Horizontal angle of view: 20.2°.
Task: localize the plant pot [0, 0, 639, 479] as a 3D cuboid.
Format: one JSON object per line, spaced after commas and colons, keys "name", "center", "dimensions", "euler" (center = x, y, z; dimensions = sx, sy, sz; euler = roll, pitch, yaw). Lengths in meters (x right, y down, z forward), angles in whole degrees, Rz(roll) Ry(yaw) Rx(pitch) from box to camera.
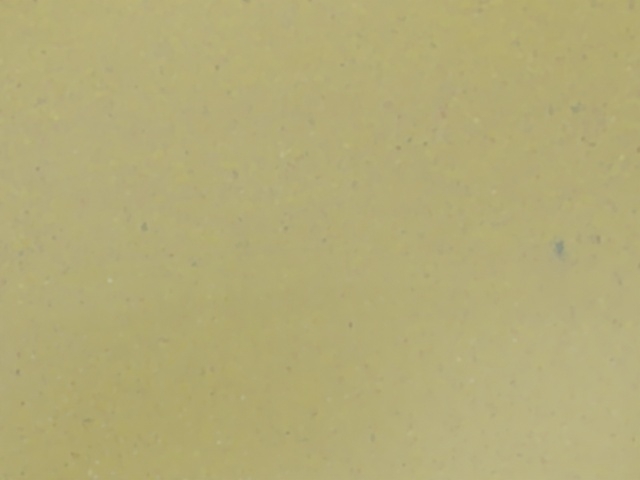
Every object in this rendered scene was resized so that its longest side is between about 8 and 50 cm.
{"name": "plant pot", "center": [0.000, 0.000, 0.413], "dimensions": [0.212, 0.212, 0.187], "euler": [-3, 94, 6]}
